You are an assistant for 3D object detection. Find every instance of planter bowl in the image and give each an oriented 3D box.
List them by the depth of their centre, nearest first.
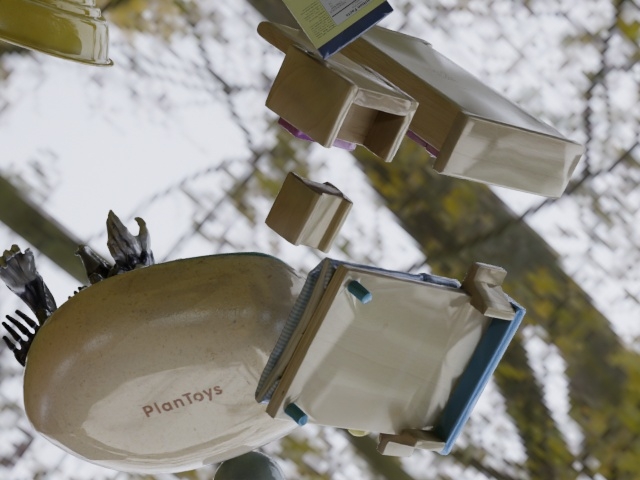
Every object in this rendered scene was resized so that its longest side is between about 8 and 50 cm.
[{"bbox_3d":[-0.249,-0.217,1.503,0.090,0.217,0.217,-68,-154,9],"label":"planter bowl"}]

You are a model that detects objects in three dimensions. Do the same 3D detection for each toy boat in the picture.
[{"bbox_3d":[-0.100,0.143,1.599,0.268,0.318,0.148,-13,-147,9],"label":"toy boat"}]

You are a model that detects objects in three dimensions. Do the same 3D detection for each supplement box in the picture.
[{"bbox_3d":[0.002,-0.169,1.259,0.056,0.083,0.083,-35,-175,5],"label":"supplement box"}]

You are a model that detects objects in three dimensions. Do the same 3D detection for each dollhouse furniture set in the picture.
[{"bbox_3d":[0.000,0.000,1.452,0.198,0.286,0.303,39,-70,42],"label":"dollhouse furniture set"}]

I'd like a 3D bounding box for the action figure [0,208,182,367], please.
[{"bbox_3d":[-0.225,0.046,1.870,0.164,0.141,0.275,-26,-170,6],"label":"action figure"}]
